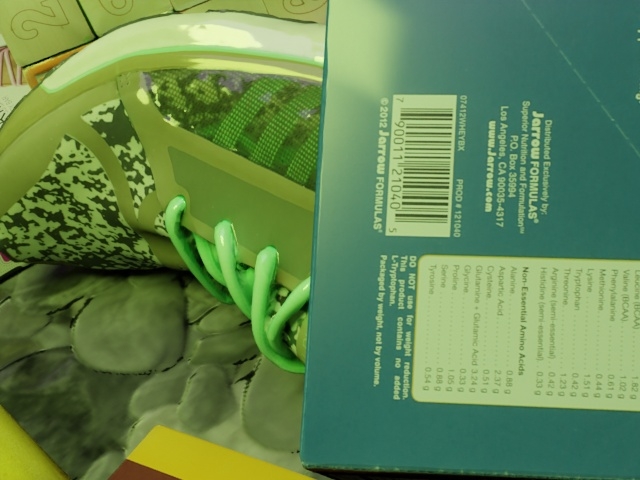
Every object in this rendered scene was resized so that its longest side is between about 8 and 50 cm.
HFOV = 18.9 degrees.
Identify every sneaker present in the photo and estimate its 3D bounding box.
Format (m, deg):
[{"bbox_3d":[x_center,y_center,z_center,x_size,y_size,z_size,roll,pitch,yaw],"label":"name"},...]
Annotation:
[{"bbox_3d":[0.000,0.000,0.886,0.410,0.158,0.182,-5,57,29],"label":"sneaker"}]

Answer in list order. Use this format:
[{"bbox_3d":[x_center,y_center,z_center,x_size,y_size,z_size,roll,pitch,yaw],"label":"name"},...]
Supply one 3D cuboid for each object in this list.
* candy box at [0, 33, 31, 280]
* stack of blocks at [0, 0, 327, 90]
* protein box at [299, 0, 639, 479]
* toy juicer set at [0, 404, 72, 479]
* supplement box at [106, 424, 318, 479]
[{"bbox_3d":[-0.179,-0.060,1.092,0.233,0.071,0.159,-31,38,-10],"label":"candy box"},{"bbox_3d":[-0.026,-0.184,1.025,0.297,0.087,0.171,-21,35,5],"label":"stack of blocks"},{"bbox_3d":[0.108,-0.004,0.719,0.201,0.136,0.199,1,80,11],"label":"protein box"},{"bbox_3d":[-0.232,0.163,0.769,0.209,0.089,0.329,-37,7,-30],"label":"toy juicer set"},{"bbox_3d":[-0.026,0.195,0.653,0.191,0.129,0.194,14,50,38],"label":"supplement box"}]
